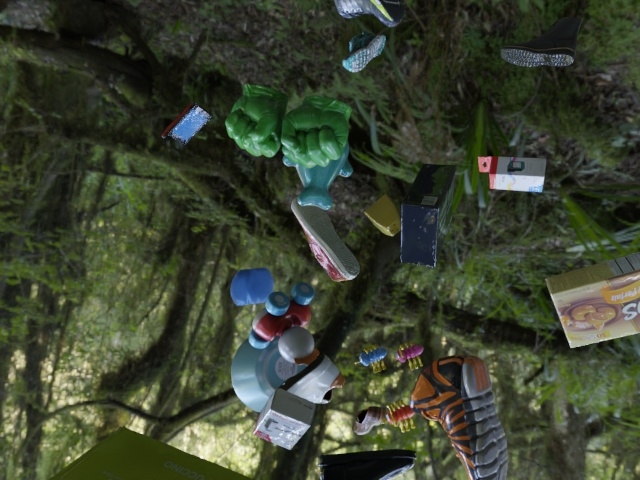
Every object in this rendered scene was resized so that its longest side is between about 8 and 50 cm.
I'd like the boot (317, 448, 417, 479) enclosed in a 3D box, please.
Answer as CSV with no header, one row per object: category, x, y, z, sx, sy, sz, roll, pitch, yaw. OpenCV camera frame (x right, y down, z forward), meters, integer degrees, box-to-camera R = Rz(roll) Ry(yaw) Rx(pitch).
boot,0.114,0.601,1.128,0.247,0.207,0.094,-5,155,-2

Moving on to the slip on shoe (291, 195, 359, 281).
slip on shoe,0.000,0.000,1.626,0.101,0.331,0.123,-34,-178,40

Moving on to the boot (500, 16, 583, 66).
boot,0.633,-0.575,1.389,0.198,0.137,0.077,16,171,24

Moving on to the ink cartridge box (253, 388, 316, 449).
ink cartridge box,-0.083,0.403,1.091,0.099,0.056,0.135,24,131,-5

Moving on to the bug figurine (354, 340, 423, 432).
bug figurine,0.243,0.415,1.468,0.216,0.279,0.072,-22,148,-8

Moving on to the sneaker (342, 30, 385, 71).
sneaker,0.102,-0.513,1.309,0.076,0.166,0.065,33,146,20

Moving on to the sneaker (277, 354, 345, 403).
sneaker,-0.044,0.460,1.443,0.123,0.290,0.106,45,-148,-7

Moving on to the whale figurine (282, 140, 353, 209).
whale figurine,-0.001,-0.231,1.437,0.216,0.272,0.141,11,159,-12

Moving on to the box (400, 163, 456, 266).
box,0.301,-0.077,1.346,0.103,0.184,0.261,6,-147,22

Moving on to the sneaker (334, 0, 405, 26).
sneaker,0.114,-0.650,1.314,0.111,0.121,0.300,-14,-126,-33

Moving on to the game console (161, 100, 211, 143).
game console,-0.435,-0.375,1.590,0.085,0.144,0.124,42,-167,-24

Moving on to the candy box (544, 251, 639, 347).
candy box,0.763,0.142,1.224,0.316,0.183,0.087,-21,-159,22

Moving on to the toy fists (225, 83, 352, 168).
toy fists,-0.074,-0.239,1.025,0.279,0.142,0.096,16,-179,19

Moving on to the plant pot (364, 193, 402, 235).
plant pot,0.186,-0.061,1.335,0.081,0.081,0.083,43,-171,-50

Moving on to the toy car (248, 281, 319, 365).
toy car,-0.078,0.301,1.552,0.210,0.219,0.238,-17,-124,-44

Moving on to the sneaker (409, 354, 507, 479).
sneaker,0.316,0.431,1.129,0.180,0.321,0.125,-17,163,41

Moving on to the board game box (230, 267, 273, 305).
board game box,-0.252,0.163,1.759,0.169,0.133,0.033,-4,-167,-32

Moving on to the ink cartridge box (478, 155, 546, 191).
ink cartridge box,0.698,-0.245,1.788,0.231,0.078,0.134,7,164,23

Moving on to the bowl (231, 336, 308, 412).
bowl,-0.160,0.484,1.810,0.312,0.311,0.163,9,161,-26

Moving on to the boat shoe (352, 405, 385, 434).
boat shoe,0.138,0.553,1.510,0.060,0.064,0.178,23,139,-10

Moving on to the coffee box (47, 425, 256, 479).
coffee box,-0.327,0.586,0.815,0.338,0.334,0.338,11,-165,20
